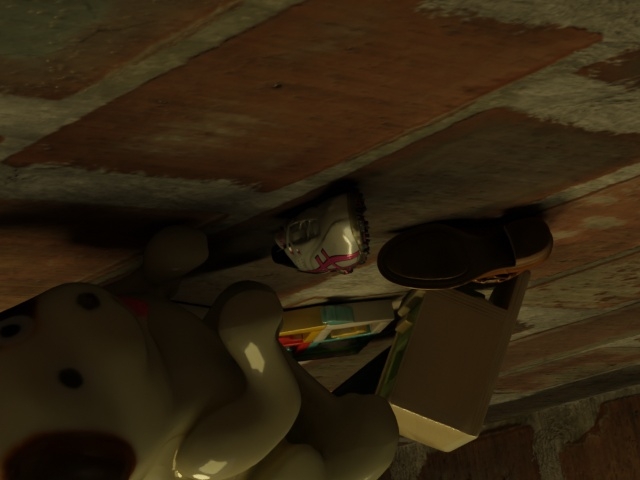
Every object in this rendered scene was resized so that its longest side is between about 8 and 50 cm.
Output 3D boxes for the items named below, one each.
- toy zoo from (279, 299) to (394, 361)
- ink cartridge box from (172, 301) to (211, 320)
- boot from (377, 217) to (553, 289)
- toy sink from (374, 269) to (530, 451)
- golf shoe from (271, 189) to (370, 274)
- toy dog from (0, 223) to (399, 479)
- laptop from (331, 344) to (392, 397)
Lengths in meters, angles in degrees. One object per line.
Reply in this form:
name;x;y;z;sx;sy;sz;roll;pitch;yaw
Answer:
toy zoo;-0.014;0.126;2.061;0.192;0.030;0.293;-7;166;-11
ink cartridge box;-0.190;0.233;1.794;0.129;0.308;0.223;-19;163;27
boot;0.163;0.024;1.687;0.197;0.073;0.152;-7;171;3
toy sink;0.160;0.134;1.946;0.131;0.234;0.153;22;163;-4
golf shoe;0.000;0.000;1.479;0.086;0.068;0.186;-5;166;-11
toy dog;-0.189;0.166;1.461;0.395;0.285;0.408;-43;149;10
laptop;-0.003;0.178;2.191;0.264;0.137;0.234;15;171;12
